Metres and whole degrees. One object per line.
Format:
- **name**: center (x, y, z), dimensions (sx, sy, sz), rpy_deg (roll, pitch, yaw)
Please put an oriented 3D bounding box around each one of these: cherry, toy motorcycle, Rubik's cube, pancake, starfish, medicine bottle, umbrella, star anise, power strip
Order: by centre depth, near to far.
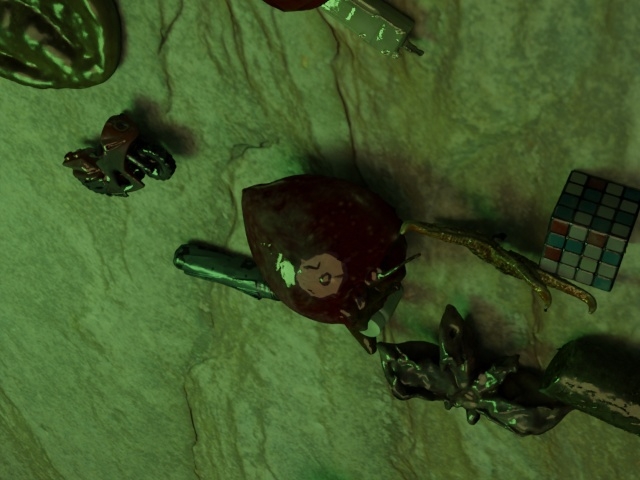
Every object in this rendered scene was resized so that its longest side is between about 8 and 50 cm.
- **power strip**: center (0.040, -0.269, 1.248), dimensions (0.191, 0.030, 0.047), rpy_deg (34, 138, -2)
- **Rubik's cube**: center (0.322, -0.011, 1.283), dimensions (0.092, 0.092, 0.092), rpy_deg (19, 138, 15)
- **starfish**: center (0.230, 0.025, 1.350), dimensions (0.247, 0.138, 0.050), rpy_deg (25, 104, 18)
- **cherry**: center (0.000, 0.000, 1.434), dimensions (0.249, 0.175, 0.192), rpy_deg (31, 131, 3)
- **pancake**: center (-0.408, -0.321, 1.463), dimensions (0.294, 0.049, 0.294), rpy_deg (17, 136, 17)
- **medicine bottle**: center (0.083, 0.095, 1.546), dimensions (0.047, 0.083, 0.047), rpy_deg (18, 140, 16)
- **star anise**: center (0.209, 0.204, 1.560), dimensions (0.257, 0.111, 0.198), rpy_deg (36, 140, -15)
- **toy motorcycle**: center (-0.303, -0.124, 1.572), dimensions (0.212, 0.084, 0.118), rpy_deg (-9, 134, 44)
- **umbrella**: center (-0.113, 0.060, 1.657), dimensions (0.250, 0.052, 0.053), rpy_deg (18, 137, 17)

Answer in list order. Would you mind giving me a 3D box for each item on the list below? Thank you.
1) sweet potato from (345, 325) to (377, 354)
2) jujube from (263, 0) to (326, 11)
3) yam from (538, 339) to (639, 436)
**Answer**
- **sweet potato**: center (0.012, 0.054, 1.568), dimensions (0.067, 0.067, 0.274), rpy_deg (-14, 117, 40)
- **jujube**: center (-0.003, -0.339, 1.102), dimensions (0.174, 0.174, 0.250), rpy_deg (47, 140, -17)
- **yam**: center (0.392, 0.199, 1.449), dimensions (0.183, 0.107, 0.107), rpy_deg (20, 138, 15)
